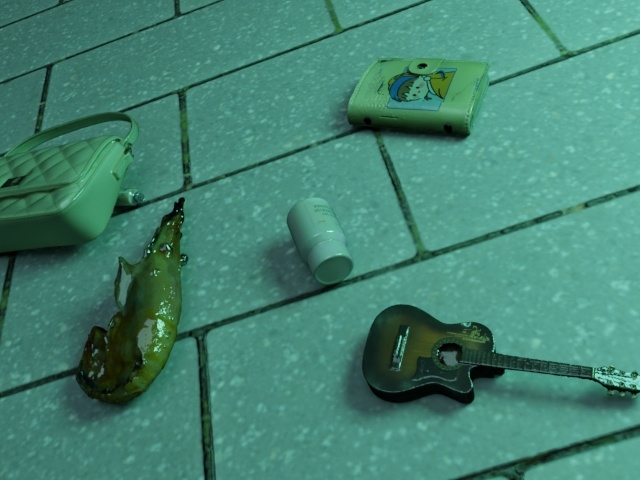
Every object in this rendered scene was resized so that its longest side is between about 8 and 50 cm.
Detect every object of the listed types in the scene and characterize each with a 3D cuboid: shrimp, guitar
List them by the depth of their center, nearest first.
[{"bbox_3d":[0.149,0.106,0.535,0.233,0.025,0.088,4,54,22],"label":"guitar"},{"bbox_3d":[-0.205,0.048,0.685,0.117,0.066,0.262,-12,48,10],"label":"shrimp"}]

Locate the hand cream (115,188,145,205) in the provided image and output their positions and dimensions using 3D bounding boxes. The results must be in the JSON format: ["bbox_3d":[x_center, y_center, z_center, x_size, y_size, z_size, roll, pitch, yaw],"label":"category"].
[{"bbox_3d":[-0.274,-0.058,0.826,0.102,0.022,0.035,2,55,28],"label":"hand cream"}]

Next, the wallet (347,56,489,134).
[{"bbox_3d":[0.120,-0.181,0.767,0.155,0.039,0.110,10,58,26],"label":"wallet"}]

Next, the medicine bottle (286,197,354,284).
[{"bbox_3d":[0.000,0.000,0.656,0.052,0.052,0.089,-25,48,0],"label":"medicine bottle"}]

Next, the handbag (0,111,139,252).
[{"bbox_3d":[-0.360,-0.090,0.833,0.256,0.079,0.219,-6,50,22],"label":"handbag"}]
